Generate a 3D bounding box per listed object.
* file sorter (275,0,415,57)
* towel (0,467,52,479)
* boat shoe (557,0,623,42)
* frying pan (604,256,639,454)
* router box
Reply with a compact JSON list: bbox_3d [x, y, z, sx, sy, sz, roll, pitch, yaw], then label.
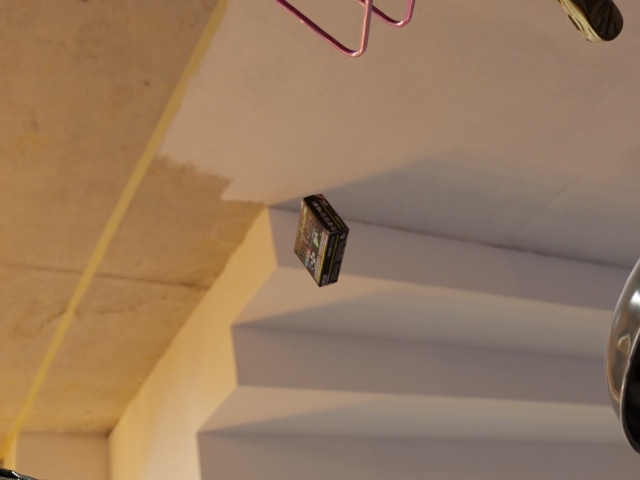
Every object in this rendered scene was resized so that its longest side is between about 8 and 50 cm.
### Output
[{"bbox_3d":[0.081,-0.361,0.842,0.291,0.182,0.202,-42,-18,-20],"label":"file sorter"},{"bbox_3d":[-0.282,0.358,0.734,0.312,0.324,0.056,-2,7,35],"label":"towel"},{"bbox_3d":[0.288,-0.292,0.930,0.056,0.048,0.153,-44,-74,-7],"label":"boat shoe"},{"bbox_3d":[0.257,0.089,0.531,0.197,0.053,0.326,-35,-49,-17],"label":"frying pan"},{"bbox_3d":[0.000,0.000,1.302,0.038,0.092,0.122,-14,-42,-25],"label":"router box"}]
